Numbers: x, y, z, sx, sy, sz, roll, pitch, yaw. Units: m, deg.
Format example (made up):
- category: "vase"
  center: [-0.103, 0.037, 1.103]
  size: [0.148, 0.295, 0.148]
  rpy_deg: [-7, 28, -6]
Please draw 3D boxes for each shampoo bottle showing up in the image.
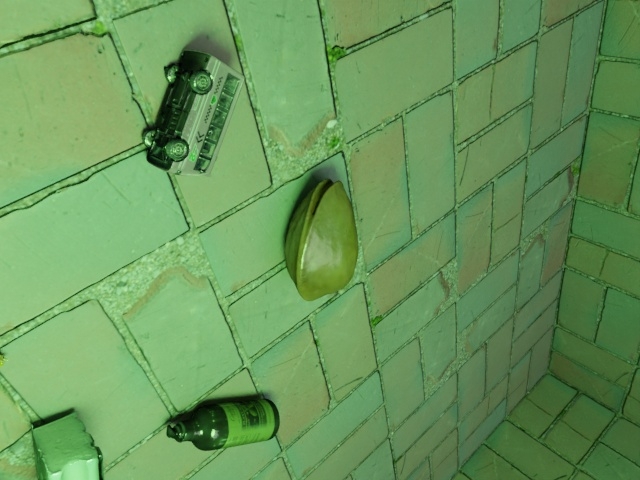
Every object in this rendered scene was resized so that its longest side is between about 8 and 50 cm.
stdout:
- category: "shampoo bottle"
  center: [-0.226, 0.430, 1.168]
  size: [0.283, 0.101, 0.101]
  rpy_deg: [12, 103, -46]

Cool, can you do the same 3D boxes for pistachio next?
- category: "pistachio"
  center: [0.000, 0.000, 1.102]
  size: [0.213, 0.162, 0.261]
  rpy_deg: [-58, 150, -57]

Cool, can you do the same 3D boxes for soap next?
- category: "soap"
  center: [-0.462, 0.454, 0.919]
  size: [0.094, 0.150, 0.262]
  rpy_deg: [-16, 122, -41]

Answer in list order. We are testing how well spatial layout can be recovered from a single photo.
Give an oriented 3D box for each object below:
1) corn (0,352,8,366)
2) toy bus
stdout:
- category: "corn"
  center: [-0.540, 0.193, 0.791]
  size: [0.083, 0.028, 0.027]
  rpy_deg: [-2, 119, -39]
- category: "toy bus"
  center: [-0.209, -0.205, 0.835]
  size: [0.108, 0.096, 0.199]
  rpy_deg: [14, 99, -51]
